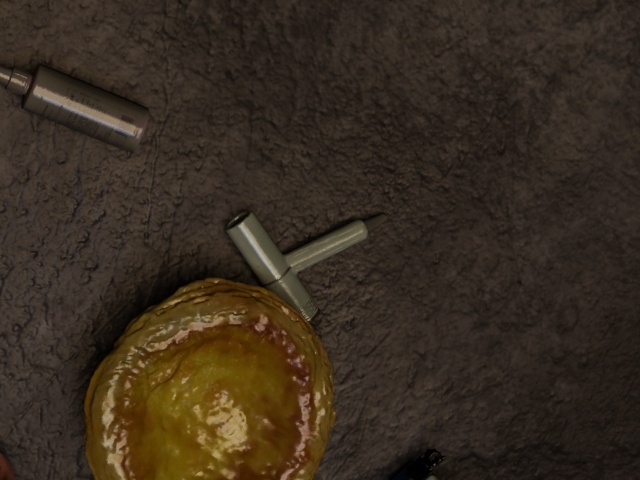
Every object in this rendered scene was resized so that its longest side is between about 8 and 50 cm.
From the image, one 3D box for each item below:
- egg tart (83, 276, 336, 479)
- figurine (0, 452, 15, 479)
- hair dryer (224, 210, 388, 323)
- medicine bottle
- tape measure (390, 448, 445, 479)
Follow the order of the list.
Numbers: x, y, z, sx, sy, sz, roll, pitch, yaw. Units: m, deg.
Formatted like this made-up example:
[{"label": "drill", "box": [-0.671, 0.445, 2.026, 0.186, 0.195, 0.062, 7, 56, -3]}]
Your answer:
[{"label": "egg tart", "box": [-0.134, 0.193, 1.732, 0.318, 0.128, 0.319, -4, 103, -17]}, {"label": "figurine", "box": [-0.394, 0.287, 1.673, 0.114, 0.157, 0.126, -12, 99, -35]}, {"label": "hair dryer", "box": [-0.003, -0.007, 1.779, 0.183, 0.044, 0.155, -39, 109, -11]}, {"label": "medicine bottle", "box": [-0.292, -0.159, 1.653, 0.199, 0.057, 0.058, 21, 95, -18]}, {"label": "tape measure", "box": [0.168, 0.457, 1.882, 0.215, 0.098, 0.351, -41, 106, -7]}]
